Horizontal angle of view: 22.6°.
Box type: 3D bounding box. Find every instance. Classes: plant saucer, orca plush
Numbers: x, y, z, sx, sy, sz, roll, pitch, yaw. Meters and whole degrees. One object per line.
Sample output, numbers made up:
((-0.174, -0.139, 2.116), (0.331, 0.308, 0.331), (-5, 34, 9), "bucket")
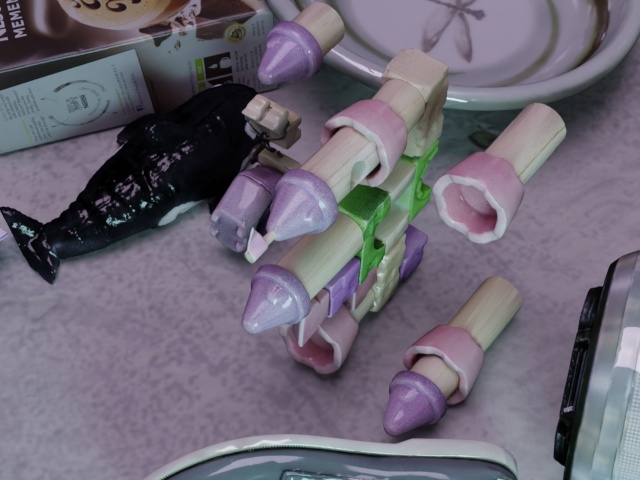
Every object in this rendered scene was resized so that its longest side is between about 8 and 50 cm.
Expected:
((0.127, -0.252, 1.630), (0.400, 0.101, 0.400), (5, 49, -5), "plant saucer")
((-0.173, -0.085, 1.533), (0.287, 0.102, 0.151), (-23, 54, -14), "orca plush")

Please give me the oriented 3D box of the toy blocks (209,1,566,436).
((0.000, 0.000, 1.337), (0.309, 0.289, 0.260), (30, 53, 20), "toy blocks")

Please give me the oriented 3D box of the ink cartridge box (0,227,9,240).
((-0.432, 0.008, 1.510), (0.206, 0.045, 0.208), (-38, 58, -24), "ink cartridge box")

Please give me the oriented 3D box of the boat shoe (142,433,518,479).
((0.006, 0.224, 1.272), (0.319, 0.116, 0.099), (-2, 48, -5), "boat shoe")

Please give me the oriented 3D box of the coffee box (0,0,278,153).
((-0.209, -0.216, 1.627), (0.297, 0.119, 0.168), (-15, 53, -9), "coffee box")

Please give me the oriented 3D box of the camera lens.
((0.332, 0.135, 1.255), (0.274, 0.219, 0.219), (12, 53, 13), "camera lens")
